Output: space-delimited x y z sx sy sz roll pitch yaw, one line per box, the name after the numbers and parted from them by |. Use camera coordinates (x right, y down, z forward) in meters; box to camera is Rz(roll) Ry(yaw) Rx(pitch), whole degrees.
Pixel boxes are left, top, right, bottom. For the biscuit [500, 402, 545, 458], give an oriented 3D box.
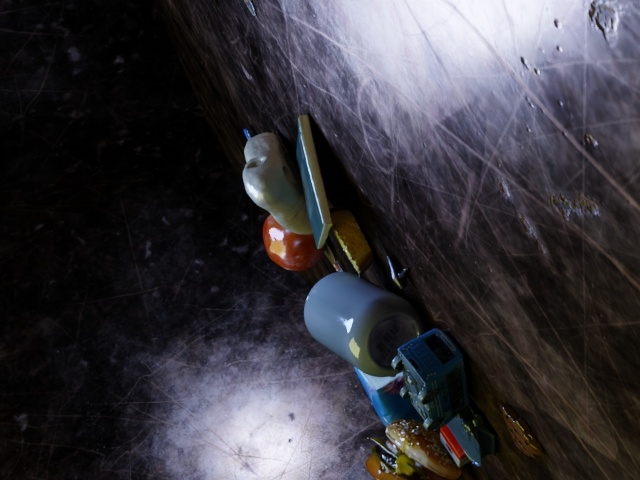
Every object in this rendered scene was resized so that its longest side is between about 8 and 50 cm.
0.381 0.372 1.343 0.119 0.019 0.130 54 172 37 | biscuit

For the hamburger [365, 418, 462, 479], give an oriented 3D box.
0.296 0.692 2.216 0.291 0.225 0.291 32 178 2 | hamburger

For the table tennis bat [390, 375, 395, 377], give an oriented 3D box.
0.187 0.259 1.892 0.138 0.022 0.246 -114 17 -65 | table tennis bat

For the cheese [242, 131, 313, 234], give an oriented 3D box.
-0.099 -0.118 2.037 0.328 0.130 0.351 60 -172 -29 | cheese

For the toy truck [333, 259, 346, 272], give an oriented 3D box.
0.069 0.100 2.364 0.032 0.024 0.083 -3 121 57 | toy truck

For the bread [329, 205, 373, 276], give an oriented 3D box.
0.075 -0.003 1.766 0.187 0.065 0.103 62 174 3 | bread

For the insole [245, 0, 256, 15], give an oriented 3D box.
-0.187 -0.570 1.515 0.197 0.004 0.065 61 172 -9 | insole

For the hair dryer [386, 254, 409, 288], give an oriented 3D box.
0.173 0.060 1.527 0.083 0.031 0.078 122 128 -66 | hair dryer

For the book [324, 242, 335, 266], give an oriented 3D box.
0.000 0.000 2.479 0.181 0.014 0.127 54 171 37 | book

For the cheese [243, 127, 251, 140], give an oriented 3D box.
-0.217 -0.281 2.606 0.285 0.074 0.189 65 171 -10 | cheese

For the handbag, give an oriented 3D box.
0.330 0.413 1.685 0.229 0.062 0.179 54 171 36 | handbag

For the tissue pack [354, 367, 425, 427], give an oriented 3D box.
0.234 0.504 2.373 0.263 0.146 0.198 64 172 -32 | tissue pack

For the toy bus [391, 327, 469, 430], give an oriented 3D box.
0.247 0.305 1.534 0.113 0.134 0.246 51 168 39 | toy bus

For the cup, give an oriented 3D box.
0.107 0.206 1.726 0.205 0.206 0.312 62 165 -19 | cup

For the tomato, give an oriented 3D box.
-0.092 0.001 2.371 0.232 0.189 0.232 56 162 29 | tomato

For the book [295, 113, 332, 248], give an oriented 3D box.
-0.021 -0.130 1.750 0.379 0.031 0.264 108 149 -82 | book

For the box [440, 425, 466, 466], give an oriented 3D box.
0.393 0.595 2.063 0.100 0.048 0.152 53 168 29 | box
